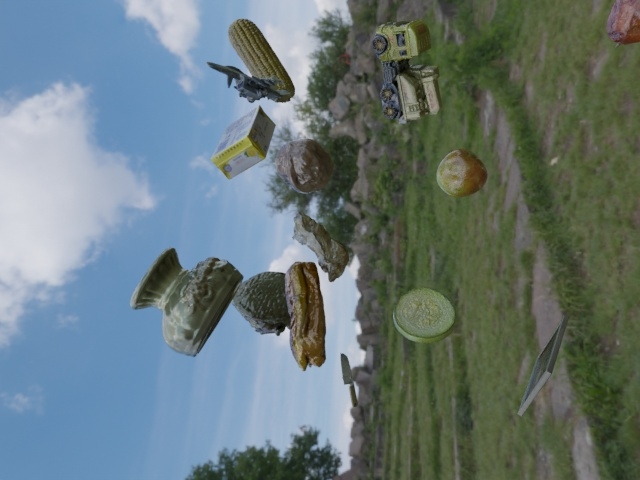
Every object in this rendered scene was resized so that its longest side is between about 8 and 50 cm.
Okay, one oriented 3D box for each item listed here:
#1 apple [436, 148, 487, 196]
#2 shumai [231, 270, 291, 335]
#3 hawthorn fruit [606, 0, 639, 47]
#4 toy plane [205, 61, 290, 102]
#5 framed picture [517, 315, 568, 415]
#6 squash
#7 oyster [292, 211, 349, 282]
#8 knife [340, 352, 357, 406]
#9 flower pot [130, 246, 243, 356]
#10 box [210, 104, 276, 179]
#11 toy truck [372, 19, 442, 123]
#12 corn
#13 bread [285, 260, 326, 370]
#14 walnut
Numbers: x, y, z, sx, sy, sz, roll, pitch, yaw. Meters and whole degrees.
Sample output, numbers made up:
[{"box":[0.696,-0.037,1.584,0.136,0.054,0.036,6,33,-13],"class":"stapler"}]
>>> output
[{"box":[0.562,-0.267,1.879,0.196,0.195,0.196,0,-90,-78],"class":"apple"},{"box":[-0.262,0.332,2.224,0.289,0.329,0.292,108,160,-54],"class":"shumai"},{"box":[1.063,-0.758,1.572,0.173,0.173,0.179,-18,-66,-77],"class":"hawthorn fruit"},{"box":[-0.223,-0.467,1.399,0.261,0.192,0.088,0,-92,-40],"class":"toy plane"},{"box":[0.598,0.332,1.255,0.250,0.016,0.184,-38,-32,-45],"class":"framed picture"},{"box":[0.419,0.300,1.905,0.049,0.251,0.252,81,-165,-48],"class":"squash"},{"box":[0.003,0.008,1.423,0.233,0.107,0.161,54,170,0],"class":"oyster"},{"box":[0.109,0.550,1.833,0.017,0.047,0.298,-136,30,-56],"class":"knife"},{"box":[-0.400,0.166,1.391,0.308,0.244,0.307,-60,4,7],"class":"flower pot"},{"box":[-0.261,-0.343,1.621,0.097,0.168,0.265,51,-156,-30],"class":"box"},{"box":[0.367,-0.697,1.946,0.180,0.253,0.406,-43,-52,-44],"class":"toy truck"},{"box":[-0.220,-0.668,1.758,0.345,0.131,0.131,58,-169,5],"class":"corn"},{"box":[-0.044,0.227,1.348,0.380,0.109,0.185,-100,10,-57],"class":"bread"},{"box":[-0.075,-0.344,2.152,0.227,0.273,0.273,-49,-22,-7],"class":"walnut"}]
